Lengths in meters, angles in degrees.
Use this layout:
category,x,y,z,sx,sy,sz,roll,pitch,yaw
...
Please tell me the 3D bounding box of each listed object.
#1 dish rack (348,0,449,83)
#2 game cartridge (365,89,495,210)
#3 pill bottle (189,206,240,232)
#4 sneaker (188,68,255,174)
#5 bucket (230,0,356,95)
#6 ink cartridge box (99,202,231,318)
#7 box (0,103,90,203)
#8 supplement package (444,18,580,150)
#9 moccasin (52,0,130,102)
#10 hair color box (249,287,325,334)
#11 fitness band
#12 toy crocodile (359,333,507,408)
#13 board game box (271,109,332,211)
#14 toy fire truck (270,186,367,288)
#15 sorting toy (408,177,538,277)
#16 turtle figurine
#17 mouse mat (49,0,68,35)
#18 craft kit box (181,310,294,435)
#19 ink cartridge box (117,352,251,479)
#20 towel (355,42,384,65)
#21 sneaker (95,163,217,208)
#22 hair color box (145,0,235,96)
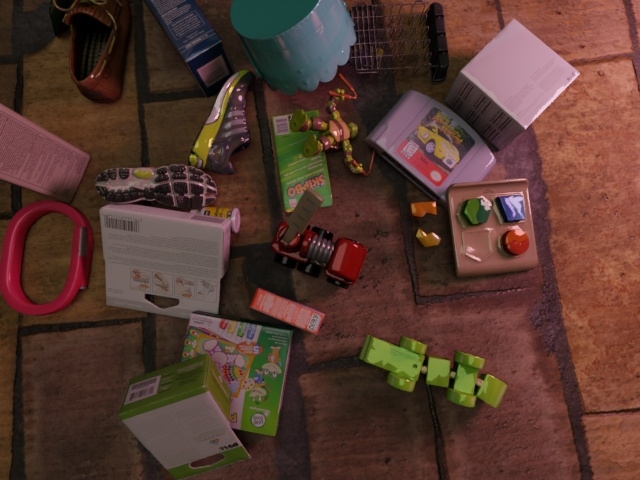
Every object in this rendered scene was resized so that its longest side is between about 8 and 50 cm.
category,x,y,z,sx,sy,sz,roll,pitch,yaw
dish rack,0.200,-0.520,1.080,0.272,0.074,0.208,-3,80,-2
game cartridge,0.284,-0.231,1.035,0.294,0.060,0.196,39,80,-1
pill bottle,-0.264,-0.051,1.031,0.117,0.065,0.065,2,82,2
sneaker,-0.228,-0.299,1.059,0.121,0.111,0.299,26,79,-18
bucket,-0.069,-0.522,0.996,0.281,0.183,0.280,-7,70,19
ink cartridge box,-0.377,0.055,1.012,0.297,0.066,0.260,9,111,2
box,-0.689,-0.198,0.939,0.121,0.311,0.147,18,82,4
supplement package,0.460,-0.376,1.018,0.194,0.149,0.203,-45,83,-5
moccasin,-0.593,-0.560,1.072,0.139,0.147,0.379,5,82,2
hair color box,-0.075,0.166,0.981,0.167,0.093,0.053,23,83,4
fitness band,-0.689,0.042,1.038,0.209,0.054,0.290,1,81,4
toy crocodile,0.260,0.299,0.957,0.341,0.105,0.115,14,83,8
board game box,-0.048,-0.203,1.063,0.124,0.039,0.259,-8,79,0
toy fire truck,0.000,0.000,0.925,0.217,0.246,0.158,21,83,4
sorting toy,0.371,-0.027,0.987,0.308,0.041,0.228,-5,90,-8
turtle figurine,0.025,-0.279,1.018,0.217,0.087,0.269,-18,95,-45
mouse mat,-0.685,-0.657,1.096,0.007,0.153,0.189,17,80,-26
craft kit box,-0.204,0.309,0.975,0.250,0.061,0.246,9,89,3
ink cartridge box,-0.284,0.396,0.908,0.189,0.097,0.255,-18,120,1
towel,0.127,-0.501,1.115,0.083,0.009,0.060,19,83,4
sneaker,-0.402,-0.144,1.030,0.279,0.118,0.107,4,101,-18
hair color box,-0.359,-0.565,1.054,0.105,0.174,0.347,-33,83,-4
